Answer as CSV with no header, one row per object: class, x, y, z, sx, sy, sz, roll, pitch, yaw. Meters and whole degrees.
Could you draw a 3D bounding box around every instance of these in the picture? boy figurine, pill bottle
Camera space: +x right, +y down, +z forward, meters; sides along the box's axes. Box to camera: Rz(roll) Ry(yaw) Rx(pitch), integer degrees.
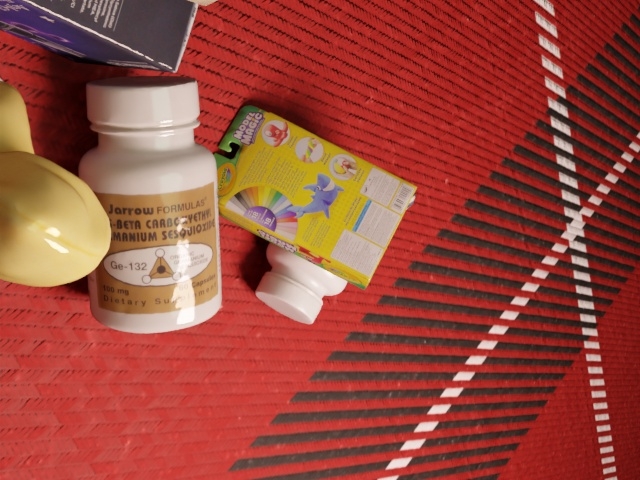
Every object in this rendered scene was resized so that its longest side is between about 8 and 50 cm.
boy figurine,-0.252,-0.038,0.587,0.092,0.285,0.177,39,67,-48
pill bottle,0.000,0.000,1.029,0.108,0.108,0.193,46,66,-46
pill bottle,-0.164,-0.038,0.808,0.131,0.131,0.229,-18,114,-46

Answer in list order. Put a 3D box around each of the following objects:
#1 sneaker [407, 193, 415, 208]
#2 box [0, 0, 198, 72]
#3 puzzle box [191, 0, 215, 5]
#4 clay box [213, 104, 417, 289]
sneaker,0.079,-0.032,1.167,0.135,0.052,0.058,-27,131,-33
box,-0.220,-0.222,0.670,0.207,0.153,0.108,18,87,-50
puzzle box,-0.186,-0.384,0.569,0.272,0.052,0.409,-3,78,-59
clay box,-0.018,-0.052,0.957,0.127,0.222,0.053,-61,176,-16
